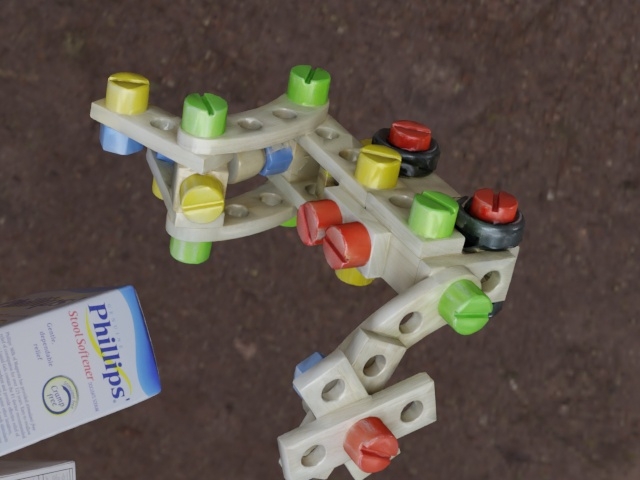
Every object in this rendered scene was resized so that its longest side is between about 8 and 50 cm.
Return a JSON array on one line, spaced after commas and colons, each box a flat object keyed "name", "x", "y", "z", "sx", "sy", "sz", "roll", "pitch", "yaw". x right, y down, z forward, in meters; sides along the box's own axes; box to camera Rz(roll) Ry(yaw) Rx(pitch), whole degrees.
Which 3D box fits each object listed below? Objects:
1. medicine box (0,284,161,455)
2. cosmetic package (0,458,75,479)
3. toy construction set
[{"name": "medicine box", "x": -0.397, "y": 0.166, "z": 1.789, "sx": 0.263, "sy": 0.289, "sz": 0.149, "roll": -5, "pitch": 101, "yaw": 54}, {"name": "cosmetic package", "x": -0.301, "y": 0.192, "z": 1.025, "sx": 0.239, "sy": 0.060, "sz": 0.099, "roll": -4, "pitch": 176, "yaw": 29}, {"name": "toy construction set", "x": 0.000, "y": 0.000, "z": 0.925, "sx": 0.215, "sy": 0.327, "sz": 0.151, "roll": -7, "pitch": 138, "yaw": -30}]
